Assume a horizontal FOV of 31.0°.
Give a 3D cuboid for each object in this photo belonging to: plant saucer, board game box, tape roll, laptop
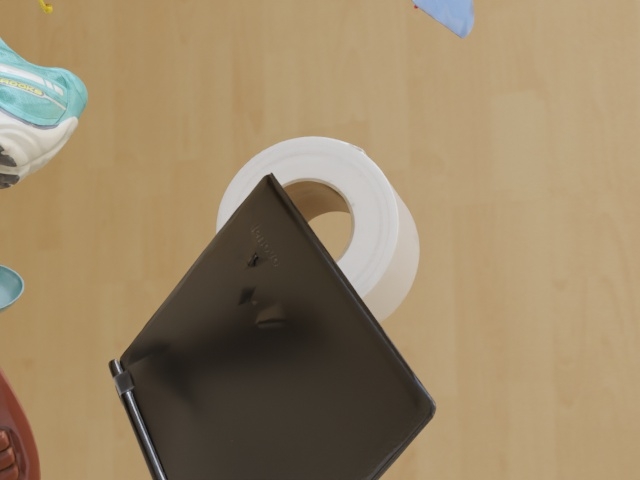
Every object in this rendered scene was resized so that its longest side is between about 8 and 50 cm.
[{"bbox_3d":[-0.374,0.058,1.218,0.119,0.119,0.021,25,121,34],"label":"plant saucer"},{"bbox_3d":[0.141,-0.338,1.539,0.033,0.169,0.133,-25,55,38],"label":"board game box"},{"bbox_3d":[0.000,0.000,1.548,0.246,0.169,0.246,-3,77,14],"label":"tape roll"},{"bbox_3d":[-0.041,0.225,1.137,0.236,0.408,0.382,-24,40,-9],"label":"laptop"}]

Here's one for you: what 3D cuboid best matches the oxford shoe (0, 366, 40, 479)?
[{"bbox_3d":[-0.187,0.040,0.423,0.130,0.123,0.348,38,134,44],"label":"oxford shoe"}]

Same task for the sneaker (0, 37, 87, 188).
[{"bbox_3d":[-0.297,-0.135,0.858,0.275,0.110,0.107,31,145,12],"label":"sneaker"}]

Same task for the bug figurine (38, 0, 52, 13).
[{"bbox_3d":[-0.245,-0.348,1.110,0.216,0.279,0.072,-17,52,8],"label":"bug figurine"}]
